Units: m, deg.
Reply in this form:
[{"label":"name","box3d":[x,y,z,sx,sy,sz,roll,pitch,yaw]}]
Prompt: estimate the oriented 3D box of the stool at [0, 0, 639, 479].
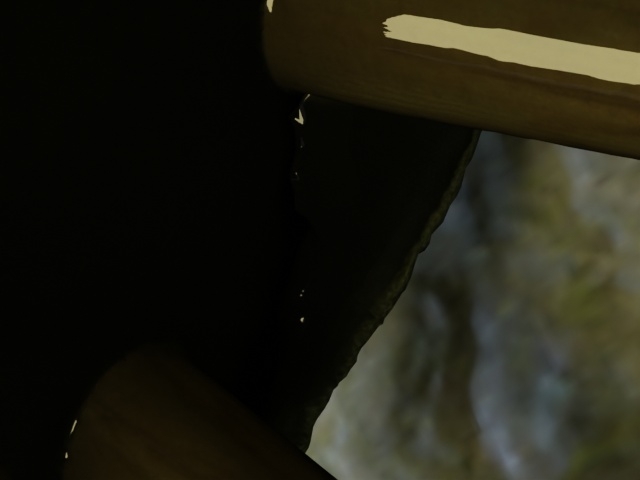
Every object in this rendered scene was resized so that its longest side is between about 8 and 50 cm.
[{"label":"stool","box3d":[0.000,0.000,0.435,0.226,0.310,0.310,24,91,32]}]
